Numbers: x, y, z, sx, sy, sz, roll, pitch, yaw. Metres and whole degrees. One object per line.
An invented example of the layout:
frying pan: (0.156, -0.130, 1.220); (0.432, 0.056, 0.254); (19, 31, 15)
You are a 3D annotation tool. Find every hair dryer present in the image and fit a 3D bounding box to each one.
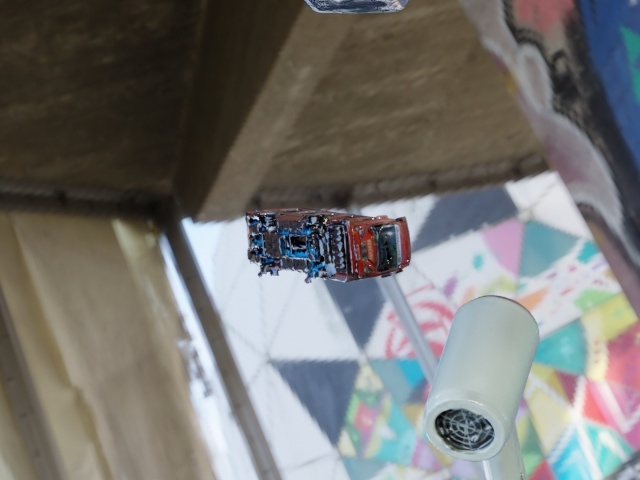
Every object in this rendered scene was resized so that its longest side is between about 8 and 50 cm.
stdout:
hair dryer: (0.141, 0.177, 1.097); (0.073, 0.131, 0.236); (1, -55, 20)

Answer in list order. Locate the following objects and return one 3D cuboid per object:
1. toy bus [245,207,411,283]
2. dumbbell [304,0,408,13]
toy bus: (0.000, 0.000, 1.368); (0.096, 0.074, 0.235); (-11, 9, -30)
dumbbell: (0.131, -0.208, 0.738); (0.324, 0.144, 0.160); (-2, -64, 11)
